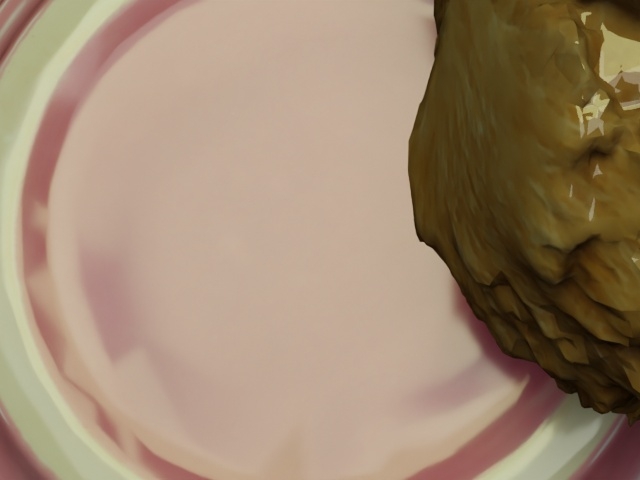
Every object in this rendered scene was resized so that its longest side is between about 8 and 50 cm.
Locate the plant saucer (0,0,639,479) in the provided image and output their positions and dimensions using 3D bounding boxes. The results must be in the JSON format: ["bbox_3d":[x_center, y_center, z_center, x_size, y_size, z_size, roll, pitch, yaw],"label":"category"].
[{"bbox_3d":[0.000,0.000,0.660,0.332,0.084,0.332,-1,80,5],"label":"plant saucer"}]

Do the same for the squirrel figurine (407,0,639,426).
[{"bbox_3d":[0.215,-0.117,0.546,0.370,0.281,0.397,-4,96,-23],"label":"squirrel figurine"}]
